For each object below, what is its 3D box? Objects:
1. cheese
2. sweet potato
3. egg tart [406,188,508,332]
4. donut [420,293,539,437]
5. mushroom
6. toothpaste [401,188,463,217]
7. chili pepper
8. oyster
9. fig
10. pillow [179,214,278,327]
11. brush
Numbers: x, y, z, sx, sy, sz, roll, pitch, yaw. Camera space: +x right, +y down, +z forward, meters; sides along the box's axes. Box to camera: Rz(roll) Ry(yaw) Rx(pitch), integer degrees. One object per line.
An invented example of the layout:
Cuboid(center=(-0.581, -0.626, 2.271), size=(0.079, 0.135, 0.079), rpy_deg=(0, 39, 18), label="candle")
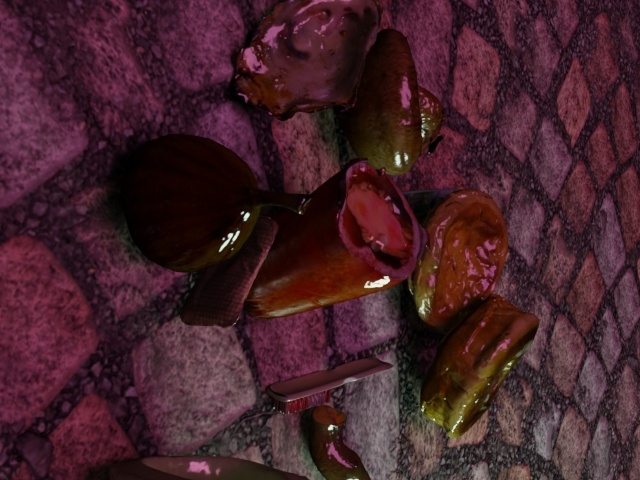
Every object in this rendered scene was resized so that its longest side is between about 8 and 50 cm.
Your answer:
Cuboid(center=(-0.154, 0.408, 1.216), size=(0.292, 0.332, 0.153), rpy_deg=(11, 83, -35), label="cheese")
Cuboid(center=(0.052, 0.436, 1.635), size=(0.286, 0.085, 0.112), rpy_deg=(57, 47, -33), label="sweet potato")
Cuboid(center=(0.284, 0.040, 1.847), size=(0.341, 0.129, 0.341), rpy_deg=(-17, 113, -46), label="egg tart")
Cuboid(center=(0.342, 0.270, 1.848), size=(0.330, 0.160, 0.330), rpy_deg=(-49, 162, -22), label="donut")
Cuboid(center=(0.131, -0.256, 1.633), size=(0.283, 0.195, 0.263), rpy_deg=(51, 19, -41), label="mushroom")
Cuboid(center=(0.249, -0.086, 1.886), size=(0.296, 0.048, 0.075), rpy_deg=(-9, 97, -45), label="toothpaste")
Cuboid(center=(0.000, 0.000, 1.449), size=(0.229, 0.305, 0.251), rpy_deg=(50, 42, -27), label="chili pepper")
Cuboid(center=(-0.020, -0.358, 1.513), size=(0.221, 0.096, 0.361), rpy_deg=(22, 64, -7), label="oyster")
Cuboid(center=(-0.141, -0.065, 1.237), size=(0.217, 0.320, 0.217), rpy_deg=(8, 80, -51), label="fig")
Cuboid(center=(-0.149, 0.048, 1.369), size=(0.034, 0.135, 0.211), rpy_deg=(44, 57, -40), label="pillow")
Cuboid(center=(0.025, 0.280, 1.625), size=(0.321, 0.060, 0.050), rpy_deg=(-8, 109, -48), label="brush")
